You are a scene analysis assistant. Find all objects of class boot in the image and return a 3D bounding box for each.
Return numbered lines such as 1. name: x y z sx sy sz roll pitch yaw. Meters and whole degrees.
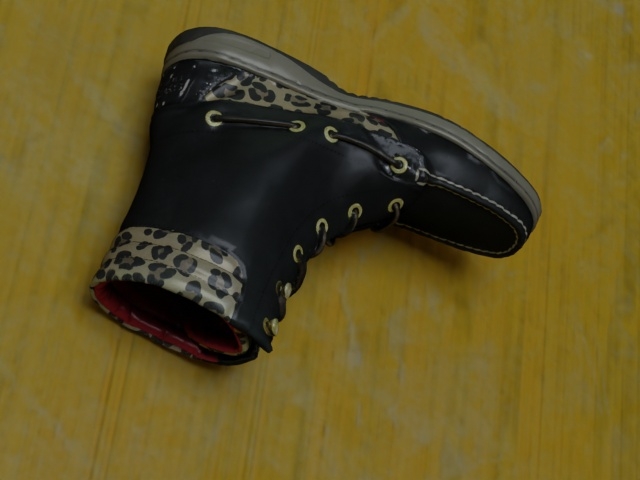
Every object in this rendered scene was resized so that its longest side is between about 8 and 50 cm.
1. boot: -0.002 0.000 0.931 0.236 0.085 0.178 25 56 -9
